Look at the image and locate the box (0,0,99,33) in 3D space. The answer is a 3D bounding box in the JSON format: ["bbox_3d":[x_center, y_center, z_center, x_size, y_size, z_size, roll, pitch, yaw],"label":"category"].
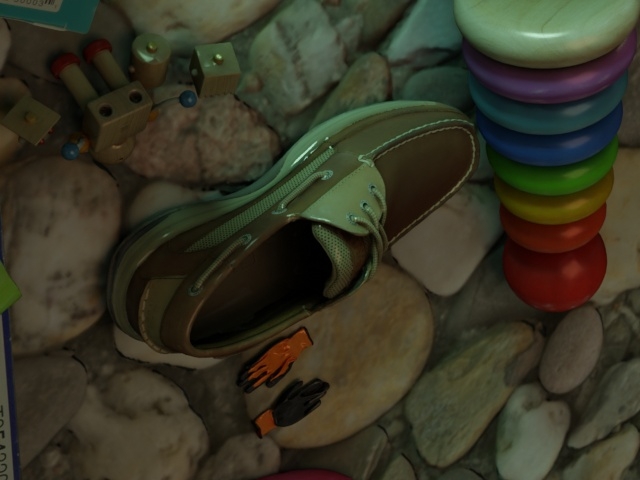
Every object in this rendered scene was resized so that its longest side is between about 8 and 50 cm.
[{"bbox_3d":[-0.206,-0.202,0.910,0.100,0.244,0.060,5,121,-37],"label":"box"}]

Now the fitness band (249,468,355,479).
[{"bbox_3d":[-0.058,0.301,1.384,0.291,0.054,0.209,-10,116,-34],"label":"fitness band"}]

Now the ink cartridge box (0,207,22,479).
[{"bbox_3d":[-0.357,0.091,1.032,0.330,0.071,0.324,-20,130,-31],"label":"ink cartridge box"}]

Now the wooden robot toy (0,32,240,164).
[{"bbox_3d":[-0.143,-0.091,1.147,0.173,0.076,0.079,-26,159,-24],"label":"wooden robot toy"}]

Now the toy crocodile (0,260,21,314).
[{"bbox_3d":[-0.256,-0.064,0.887,0.115,0.105,0.340,-39,132,-21],"label":"toy crocodile"}]

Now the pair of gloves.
[{"bbox_3d":[-0.029,0.118,1.346,0.074,0.010,0.083,-33,127,-20],"label":"pair of gloves"}]

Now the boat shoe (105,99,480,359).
[{"bbox_3d":[0.000,0.000,1.241,0.324,0.116,0.123,-32,126,-20],"label":"boat shoe"}]

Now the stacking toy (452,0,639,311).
[{"bbox_3d":[0.184,-0.068,1.328,0.141,0.141,0.330,-29,136,-22],"label":"stacking toy"}]
